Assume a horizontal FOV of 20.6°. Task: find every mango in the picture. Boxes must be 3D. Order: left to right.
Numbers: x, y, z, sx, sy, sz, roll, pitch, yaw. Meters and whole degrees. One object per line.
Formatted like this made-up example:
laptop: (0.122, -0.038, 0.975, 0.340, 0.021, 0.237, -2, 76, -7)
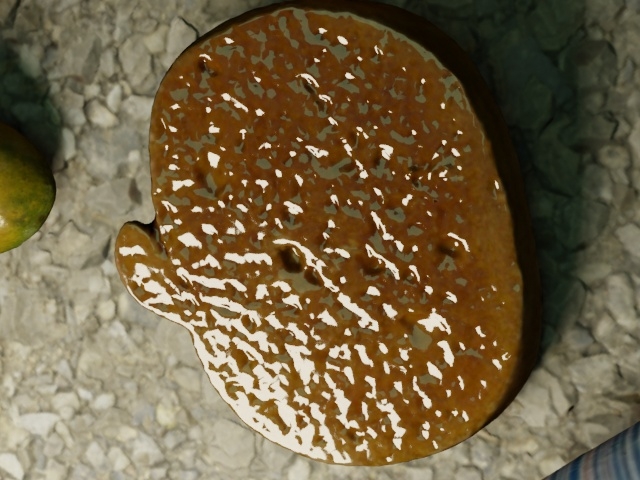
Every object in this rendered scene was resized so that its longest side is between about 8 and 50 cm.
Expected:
mango: (-0.344, -0.048, 1.553, 0.221, 0.120, 0.152, -16, 95, 13)

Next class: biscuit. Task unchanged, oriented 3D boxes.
biscuit: (0.001, -0.003, 1.440, 0.350, 0.070, 0.394, -4, 107, 14)

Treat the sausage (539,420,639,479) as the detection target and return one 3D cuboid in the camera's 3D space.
sausage: (0.288, 0.235, 1.314, 0.287, 0.233, 0.233, -36, 85, 19)
